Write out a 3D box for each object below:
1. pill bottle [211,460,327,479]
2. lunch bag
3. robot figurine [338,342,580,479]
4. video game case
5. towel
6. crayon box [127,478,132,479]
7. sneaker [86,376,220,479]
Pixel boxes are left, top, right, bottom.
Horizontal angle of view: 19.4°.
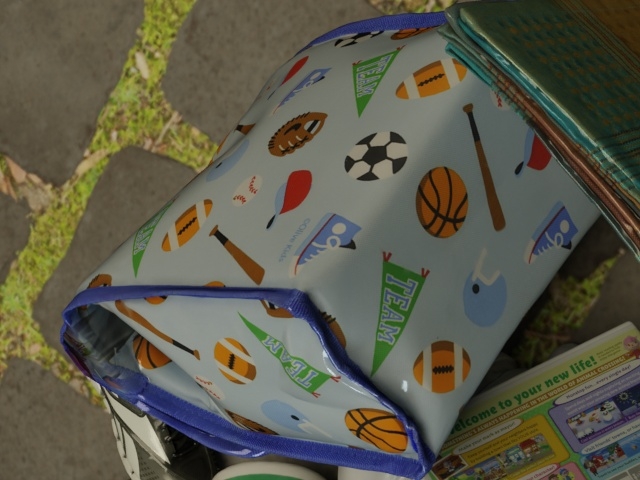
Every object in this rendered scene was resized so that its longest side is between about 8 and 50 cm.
[{"bbox_3d":[-0.050,0.307,1.618,0.117,0.117,0.208,-13,54,27],"label":"pill bottle"},{"bbox_3d":[0.000,0.000,1.494,0.385,0.328,0.239,1,134,49],"label":"lunch bag"},{"bbox_3d":[0.159,0.216,1.508,0.353,0.200,0.300,33,64,24],"label":"robot figurine"},{"bbox_3d":[0.192,0.179,1.394,0.212,0.023,0.193,-25,58,-11],"label":"video game case"},{"bbox_3d":[0.272,-0.081,1.358,0.271,0.370,0.040,50,124,20],"label":"towel"},{"bbox_3d":[-0.222,0.362,1.641,0.202,0.318,0.081,41,134,21],"label":"crayon box"},{"bbox_3d":[-0.151,0.151,1.723,0.234,0.078,0.106,60,147,17],"label":"sneaker"}]
